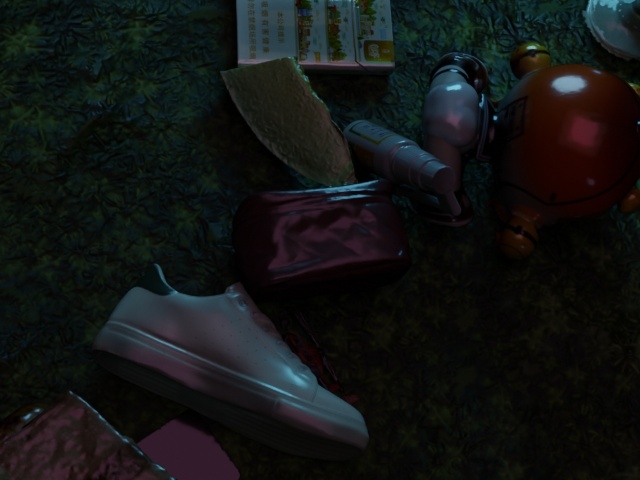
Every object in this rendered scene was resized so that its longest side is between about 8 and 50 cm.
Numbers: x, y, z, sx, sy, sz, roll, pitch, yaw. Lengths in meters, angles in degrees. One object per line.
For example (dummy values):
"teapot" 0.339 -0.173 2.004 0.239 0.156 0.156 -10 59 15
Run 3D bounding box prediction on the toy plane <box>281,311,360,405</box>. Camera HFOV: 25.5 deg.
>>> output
"toy plane" -0.010 0.164 1.814 0.060 0.037 0.145 -30 73 -28

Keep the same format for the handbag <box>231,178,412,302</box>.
"handbag" 0.000 0.000 1.817 0.225 0.146 0.135 -9 73 -13

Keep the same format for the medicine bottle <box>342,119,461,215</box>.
"medicine bottle" 0.107 -0.093 1.849 0.061 0.221 0.092 -34 120 -15

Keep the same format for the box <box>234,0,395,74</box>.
"box" -0.009 -0.291 1.983 0.220 0.032 0.122 0 70 -9

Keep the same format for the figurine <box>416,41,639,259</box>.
"figurine" 0.296 -0.134 1.884 0.323 0.196 0.320 4 70 4

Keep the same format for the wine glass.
"wine glass" 0.489 -0.377 1.943 0.143 0.321 0.143 6 69 -14

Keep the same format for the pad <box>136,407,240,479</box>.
"pad" -0.191 0.293 1.756 0.157 0.003 0.112 -33 77 -18

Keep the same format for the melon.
"melon" -0.022 -0.154 1.902 0.114 0.053 0.262 -43 76 6

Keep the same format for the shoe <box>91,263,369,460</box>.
"shoe" -0.092 0.146 1.761 0.363 0.132 0.160 22 67 7

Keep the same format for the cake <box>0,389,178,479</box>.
"cake" -0.289 0.295 1.638 0.293 0.198 0.196 42 74 9
